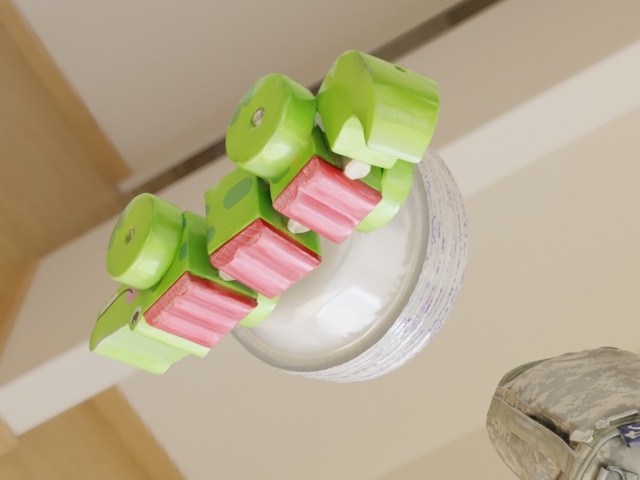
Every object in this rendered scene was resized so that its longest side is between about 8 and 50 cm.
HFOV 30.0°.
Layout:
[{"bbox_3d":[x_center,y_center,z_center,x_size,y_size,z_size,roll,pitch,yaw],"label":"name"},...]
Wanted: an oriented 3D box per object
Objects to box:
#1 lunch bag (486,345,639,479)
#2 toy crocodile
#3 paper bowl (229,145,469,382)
[{"bbox_3d":[0.333,0.234,1.268,0.256,0.213,0.305,15,3,-13],"label":"lunch bag"},{"bbox_3d":[-0.045,-0.004,0.797,0.115,0.340,0.105,28,38,-31],"label":"toy crocodile"},{"bbox_3d":[0.000,0.000,1.242,0.148,0.284,0.284,21,40,-53],"label":"paper bowl"}]
